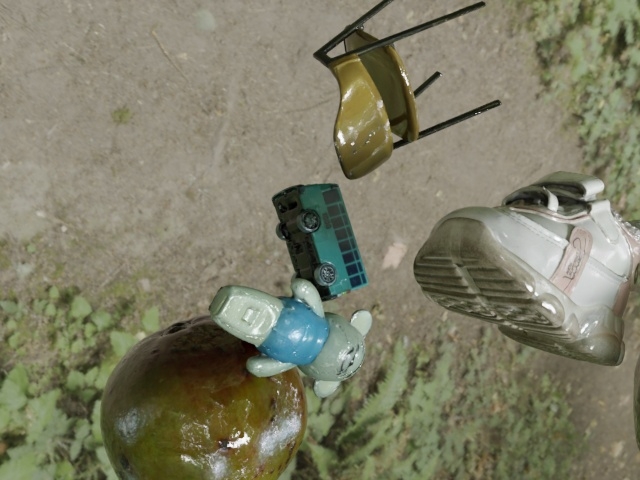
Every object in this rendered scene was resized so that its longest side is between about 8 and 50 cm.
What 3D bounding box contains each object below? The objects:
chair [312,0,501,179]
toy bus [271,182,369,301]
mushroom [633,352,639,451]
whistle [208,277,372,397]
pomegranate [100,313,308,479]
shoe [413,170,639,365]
[{"bbox_3d":[0.088,-0.196,0.880,0.246,0.172,0.159,-31,133,-10],"label":"chair"},{"bbox_3d":[0.000,0.000,0.952,0.091,0.079,0.160,-17,88,-35],"label":"toy bus"},{"bbox_3d":[0.452,0.173,0.787,0.278,0.146,0.278,17,90,-90],"label":"mushroom"},{"bbox_3d":[-0.022,0.099,0.718,0.235,0.077,0.114,32,88,-49],"label":"whistle"},{"bbox_3d":[-0.151,0.256,0.938,0.290,0.290,0.324,-24,123,-35],"label":"pomegranate"},{"bbox_3d":[0.248,0.012,0.794,0.351,0.171,0.198,30,76,-47],"label":"shoe"}]
